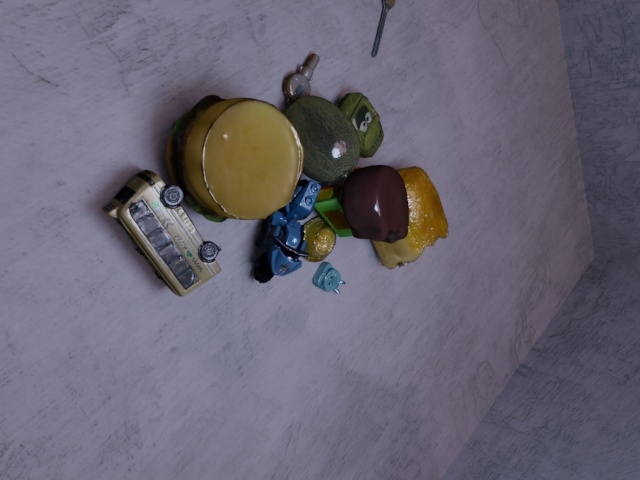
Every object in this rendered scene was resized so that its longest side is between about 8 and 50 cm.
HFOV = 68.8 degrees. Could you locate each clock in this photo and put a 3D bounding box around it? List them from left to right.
[{"bbox_3d":[0.042,0.163,1.931,0.147,0.045,0.108,38,75,-37],"label":"clock"},{"bbox_3d":[0.095,-0.179,1.836,0.220,0.106,0.256,50,45,-41],"label":"clock"}]

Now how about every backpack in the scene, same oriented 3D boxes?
[{"bbox_3d":[0.147,-0.446,1.850,0.253,0.139,0.207,39,73,-43],"label":"backpack"}]

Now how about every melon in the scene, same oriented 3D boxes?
[{"bbox_3d":[0.000,-0.356,1.652,0.248,0.248,0.329,-25,77,-33],"label":"melon"}]

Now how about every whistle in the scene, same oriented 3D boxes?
[{"bbox_3d":[-0.064,-0.585,1.701,0.107,0.057,0.220,39,72,-36],"label":"whistle"}]

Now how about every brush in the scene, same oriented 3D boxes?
[{"bbox_3d":[0.256,-0.883,1.924,0.062,0.027,0.267,14,89,-39],"label":"brush"}]

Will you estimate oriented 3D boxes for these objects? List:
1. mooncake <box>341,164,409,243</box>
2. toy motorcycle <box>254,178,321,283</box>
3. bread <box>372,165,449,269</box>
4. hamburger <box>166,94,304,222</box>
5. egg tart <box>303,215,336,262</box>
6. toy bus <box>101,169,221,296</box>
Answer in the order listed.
[{"bbox_3d":[0.207,-0.121,1.734,0.326,0.174,0.334,-56,134,-50],"label":"mooncake"},{"bbox_3d":[-0.104,-0.031,1.655,0.172,0.232,0.417,32,77,-26],"label":"toy motorcycle"},{"bbox_3d":[0.373,-0.115,2.016,0.361,0.250,0.395,-38,119,-29],"label":"bread"},{"bbox_3d":[-0.281,-0.245,1.441,0.395,0.277,0.397,-9,104,-41],"label":"hamburger"},{"bbox_3d":[0.000,0.000,1.851,0.191,0.074,0.192,-10,107,-37],"label":"egg tart"},{"bbox_3d":[-0.464,-0.020,1.403,0.201,0.176,0.366,-39,121,-21],"label":"toy bus"}]
